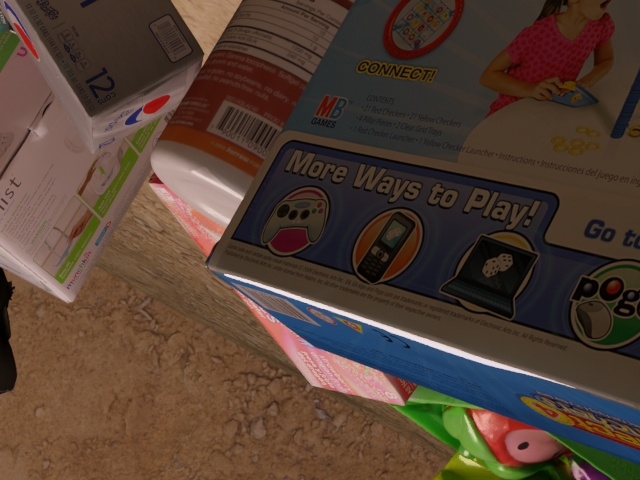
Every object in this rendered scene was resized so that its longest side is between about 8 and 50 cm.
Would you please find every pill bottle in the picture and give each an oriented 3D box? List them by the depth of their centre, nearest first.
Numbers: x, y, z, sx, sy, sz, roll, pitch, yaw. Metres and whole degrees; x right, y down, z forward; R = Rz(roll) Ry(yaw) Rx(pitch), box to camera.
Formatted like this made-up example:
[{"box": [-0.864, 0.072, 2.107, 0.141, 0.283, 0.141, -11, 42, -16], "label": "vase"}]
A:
[{"box": [-0.010, -0.111, 0.928, 0.121, 0.216, 0.121, 28, 167, 7], "label": "pill bottle"}]

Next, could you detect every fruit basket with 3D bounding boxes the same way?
[{"box": [0.237, 0.278, 1.546, 0.392, 0.392, 0.283, 36, 161, -27], "label": "fruit basket"}]

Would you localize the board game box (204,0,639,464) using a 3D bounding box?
[{"box": [0.141, -0.069, 0.568, 0.308, 0.302, 0.086, 16, 162, 47], "label": "board game box"}]

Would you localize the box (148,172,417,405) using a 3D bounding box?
[{"box": [0.000, 0.000, 1.323, 0.142, 0.154, 0.300, 6, 140, 49], "label": "box"}]

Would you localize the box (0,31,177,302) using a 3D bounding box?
[{"box": [-0.279, -0.104, 1.437, 0.127, 0.262, 0.231, 23, 167, 24], "label": "box"}]

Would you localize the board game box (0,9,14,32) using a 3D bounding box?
[{"box": [-0.341, -0.257, 1.179, 0.126, 0.026, 0.186, -7, 121, 13], "label": "board game box"}]

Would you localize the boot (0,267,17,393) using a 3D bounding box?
[{"box": [-0.426, -0.039, 1.585, 0.146, 0.445, 0.367, 1, 174, -3], "label": "boot"}]

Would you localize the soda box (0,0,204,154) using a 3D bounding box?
[{"box": [-0.192, -0.208, 0.957, 0.286, 0.091, 0.098, 57, 167, 5], "label": "soda box"}]

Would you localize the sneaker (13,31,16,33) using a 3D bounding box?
[{"box": [-0.298, -0.266, 1.273, 0.319, 0.112, 0.131, 28, -168, -8], "label": "sneaker"}]
